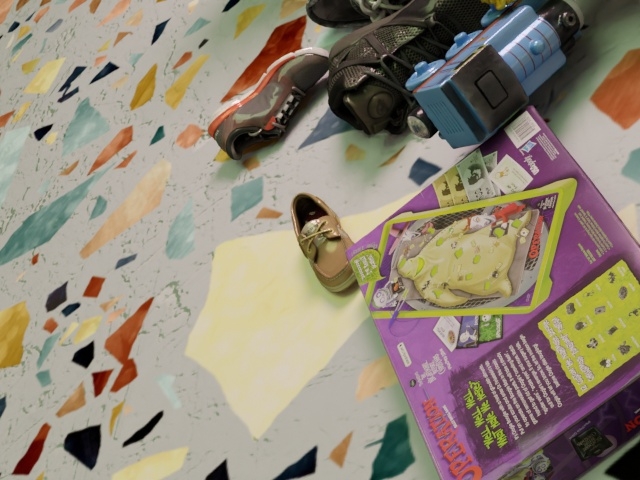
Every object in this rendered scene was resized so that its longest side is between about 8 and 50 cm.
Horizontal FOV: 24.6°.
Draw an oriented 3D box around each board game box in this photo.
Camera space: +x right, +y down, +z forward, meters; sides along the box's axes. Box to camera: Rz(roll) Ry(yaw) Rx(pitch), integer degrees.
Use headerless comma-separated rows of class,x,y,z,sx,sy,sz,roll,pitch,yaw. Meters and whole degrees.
board game box,0.144,0.046,1.114,0.208,0.056,0.347,-35,32,9

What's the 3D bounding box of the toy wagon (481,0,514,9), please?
toy wagon,0.278,-0.318,1.279,0.344,0.068,0.267,-31,22,-1

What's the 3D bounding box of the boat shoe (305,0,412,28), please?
boat shoe,0.074,-0.264,1.504,0.306,0.113,0.105,13,69,58

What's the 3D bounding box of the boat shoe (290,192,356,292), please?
boat shoe,0.000,0.000,1.337,0.050,0.045,0.135,-42,31,6

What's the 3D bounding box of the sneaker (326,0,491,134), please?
sneaker,0.094,-0.175,1.400,0.227,0.087,0.130,-27,37,33

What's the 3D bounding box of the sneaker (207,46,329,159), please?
sneaker,-0.044,-0.140,1.565,0.158,0.061,0.065,-38,58,13

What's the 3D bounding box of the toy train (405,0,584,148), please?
toy train,0.155,-0.152,1.275,0.184,0.080,0.105,-41,16,-18
